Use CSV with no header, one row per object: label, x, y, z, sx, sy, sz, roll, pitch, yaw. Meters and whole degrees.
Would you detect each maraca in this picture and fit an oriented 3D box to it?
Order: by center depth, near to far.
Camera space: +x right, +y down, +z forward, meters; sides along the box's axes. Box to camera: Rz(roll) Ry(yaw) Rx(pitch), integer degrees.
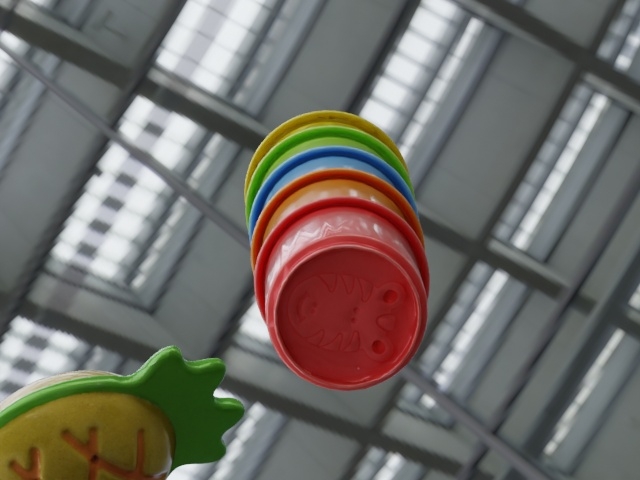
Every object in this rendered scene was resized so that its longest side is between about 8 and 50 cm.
maraca,-0.138,0.130,1.067,0.186,0.099,0.127,-24,-45,-4

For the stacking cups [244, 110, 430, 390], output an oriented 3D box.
stacking cups,0.000,0.000,0.807,0.096,0.316,0.096,0,-80,2
